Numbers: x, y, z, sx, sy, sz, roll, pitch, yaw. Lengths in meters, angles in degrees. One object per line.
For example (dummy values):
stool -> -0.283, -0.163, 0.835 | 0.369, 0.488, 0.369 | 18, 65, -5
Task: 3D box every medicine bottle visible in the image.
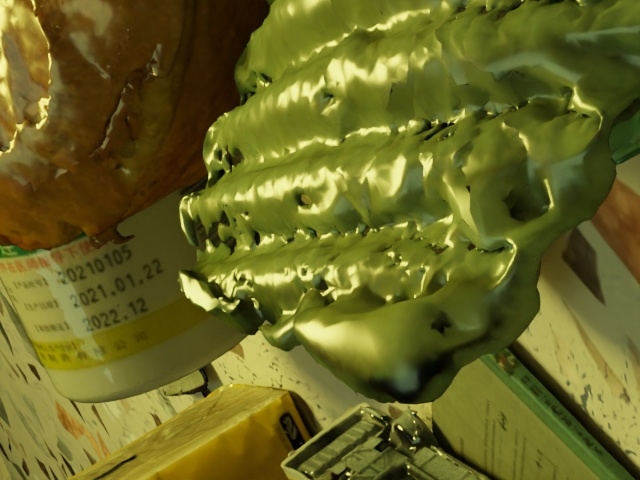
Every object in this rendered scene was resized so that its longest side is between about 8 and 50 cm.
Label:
medicine bottle -> -0.195, -0.057, 1.534 | 0.208, 0.208, 0.339 | 15, 133, 65

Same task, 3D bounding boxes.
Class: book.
book -> 0.167, 0.183, 1.240 | 0.282, 0.025, 0.215 | 48, 158, 31

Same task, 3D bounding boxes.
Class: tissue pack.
tissue pack -> -0.090, 0.367, 1.760 | 0.382, 0.293, 0.228 | 63, 161, -9

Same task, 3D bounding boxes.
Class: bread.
bread -> -0.191, -0.178, 1.249 | 0.358, 0.204, 0.336 | 43, 122, 25

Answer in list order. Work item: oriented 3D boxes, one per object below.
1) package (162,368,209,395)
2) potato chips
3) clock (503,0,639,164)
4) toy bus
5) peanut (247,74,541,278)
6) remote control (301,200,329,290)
package -> -0.195, 0.059, 1.982 | 0.239, 0.030, 0.154 | 61, 162, -3
potato chips -> 0.025, -0.123, 0.917 | 0.389, 0.097, 0.373 | 36, 120, 59
clock -> 0.127, -0.080, 0.925 | 0.101, 0.041, 0.135 | 52, 159, 26
toy bus -> 0.091, 0.219, 1.298 | 0.342, 0.097, 0.138 | 28, 149, 57
peanut -> 0.036, -0.032, 1.113 | 0.236, 0.120, 0.110 | 49, 166, 22
remote control -> 0.000, 0.000, 1.405 | 0.063, 0.025, 0.245 | 43, 155, 51
